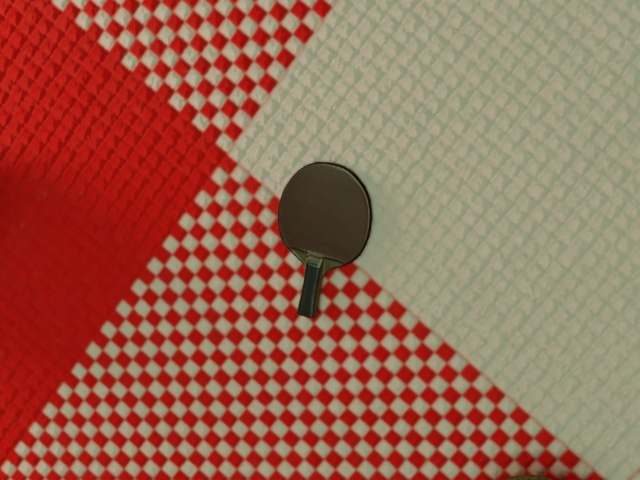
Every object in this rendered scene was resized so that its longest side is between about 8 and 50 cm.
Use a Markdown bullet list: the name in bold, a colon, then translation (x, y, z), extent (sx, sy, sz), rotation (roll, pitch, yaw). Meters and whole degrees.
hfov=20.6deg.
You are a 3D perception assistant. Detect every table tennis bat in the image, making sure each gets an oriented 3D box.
- **table tennis bat**: translation (0.000, 0.000, 1.707), extent (0.095, 0.014, 0.158), rotation (15, 108, 15)

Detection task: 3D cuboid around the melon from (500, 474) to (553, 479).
- **melon**: translation (0.186, 0.296, 1.650), extent (0.139, 0.139, 0.192), rotation (38, 118, 8)
